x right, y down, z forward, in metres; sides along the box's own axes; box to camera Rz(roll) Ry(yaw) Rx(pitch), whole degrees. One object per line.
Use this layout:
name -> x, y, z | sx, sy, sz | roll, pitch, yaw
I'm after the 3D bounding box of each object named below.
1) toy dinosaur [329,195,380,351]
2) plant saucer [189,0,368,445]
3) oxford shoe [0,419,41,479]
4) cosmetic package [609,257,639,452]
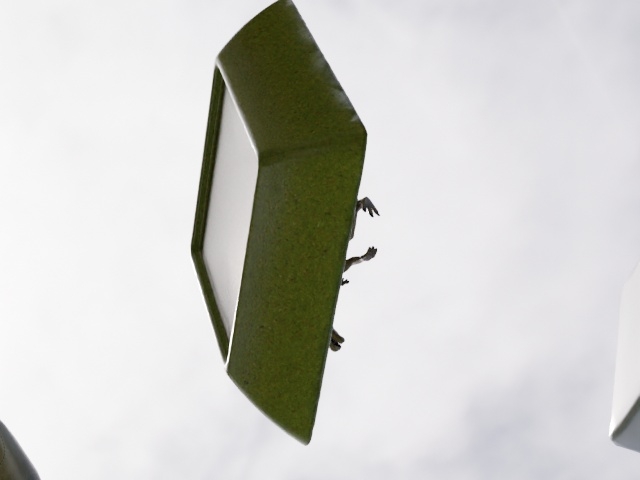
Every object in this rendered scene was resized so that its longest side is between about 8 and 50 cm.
toy dinosaur -> 0.000, 0.000, 1.209 | 0.092, 0.053, 0.183 | -46, -146, 33
plant saucer -> -0.033, -0.016, 0.820 | 0.188, 0.045, 0.188 | -114, -151, -57
oxford shoe -> -0.390, 0.254, 1.161 | 0.397, 0.140, 0.146 | -21, -90, 2
cosmetic package -> 0.369, -0.031, 0.908 | 0.161, 0.230, 0.453 | -75, -176, -47
